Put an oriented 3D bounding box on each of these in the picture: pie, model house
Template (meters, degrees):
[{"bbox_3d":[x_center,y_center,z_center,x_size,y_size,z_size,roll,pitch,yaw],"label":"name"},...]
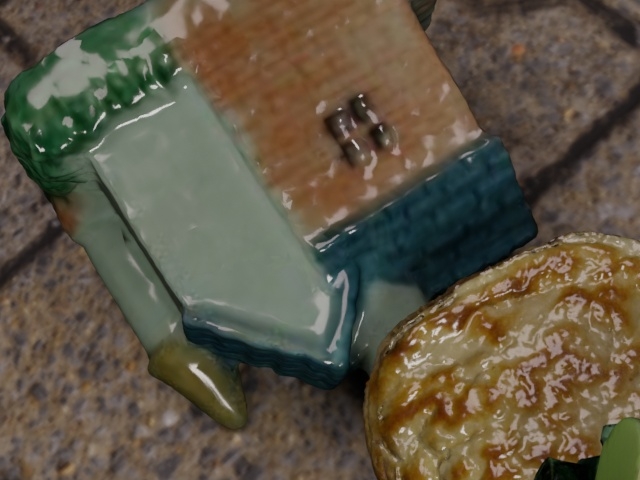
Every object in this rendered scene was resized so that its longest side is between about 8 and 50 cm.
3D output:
[{"bbox_3d":[0.125,0.098,0.872,0.205,0.084,0.179,-31,72,-2],"label":"pie"},{"bbox_3d":[0.000,0.000,0.998,0.267,0.194,0.325,-31,80,-9],"label":"model house"}]

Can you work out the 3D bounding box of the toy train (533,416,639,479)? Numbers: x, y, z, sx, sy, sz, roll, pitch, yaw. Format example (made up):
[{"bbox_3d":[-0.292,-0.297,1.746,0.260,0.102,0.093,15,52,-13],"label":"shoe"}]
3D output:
[{"bbox_3d":[0.226,0.141,0.738,0.253,0.157,0.105,15,80,-2],"label":"toy train"}]
